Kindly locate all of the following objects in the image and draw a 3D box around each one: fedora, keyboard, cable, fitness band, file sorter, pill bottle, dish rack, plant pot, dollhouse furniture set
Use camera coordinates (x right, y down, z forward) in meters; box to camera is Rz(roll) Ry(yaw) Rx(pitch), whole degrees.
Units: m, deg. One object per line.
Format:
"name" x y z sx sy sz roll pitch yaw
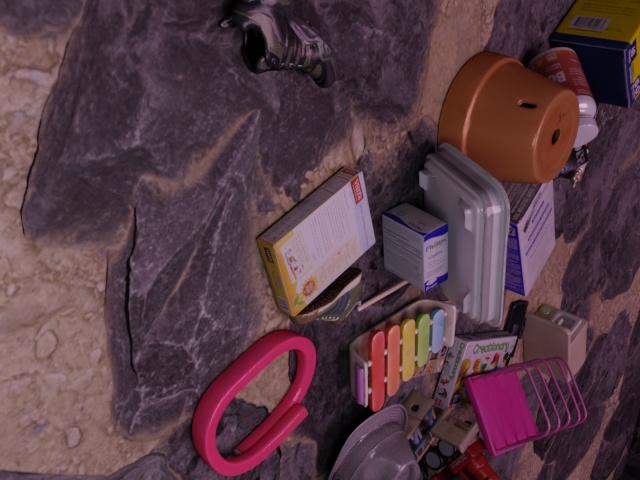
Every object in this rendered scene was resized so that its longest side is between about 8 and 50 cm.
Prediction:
"fedora" 0.136 0.508 1.641 0.243 0.124 0.276 -13 134 -43
"keyboard" 0.568 0.262 2.180 0.108 0.023 0.180 -2 110 -43
"cable" 0.754 -0.278 2.094 0.287 0.072 0.139 -56 147 -15
"fitness band" -0.111 0.290 1.348 0.291 0.054 0.209 -41 133 -32
"file sorter" 0.546 0.420 1.940 0.290 0.182 0.202 5 63 -52
"pill bottle" 0.560 -0.327 1.708 0.121 0.121 0.216 29 44 -53
"dish rack" 0.277 -0.006 1.516 0.072 0.285 0.333 -15 122 -15
"plant pot" 0.416 -0.242 1.594 0.290 0.203 0.291 -26 127 -40
"dollhouse furniture set" 0.275 0.481 1.798 0.129 0.183 0.129 -48 138 -23

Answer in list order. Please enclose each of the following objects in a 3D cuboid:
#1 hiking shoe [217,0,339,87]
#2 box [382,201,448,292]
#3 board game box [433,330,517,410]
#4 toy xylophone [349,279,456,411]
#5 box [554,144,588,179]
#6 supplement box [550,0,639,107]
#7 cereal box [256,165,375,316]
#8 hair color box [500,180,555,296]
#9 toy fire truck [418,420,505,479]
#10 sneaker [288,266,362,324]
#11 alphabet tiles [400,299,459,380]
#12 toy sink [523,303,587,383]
"hiking shoe" -0.062 -0.287 1.105 0.114 0.086 0.227 -50 135 -1
"box" 0.192 0.012 1.505 0.072 0.126 0.137 -26 127 -28
"board game box" 0.424 0.348 2.020 0.305 0.053 0.193 4 104 -51
"toy xylophone" 0.167 0.210 1.608 0.322 0.081 0.236 -34 131 -32
"box" 0.560 -0.220 1.837 0.190 0.045 0.184 -28 139 3
"supplement box" 0.756 -0.539 1.864 0.357 0.195 0.194 -54 141 -18
"cereal box" 0.000 0.000 1.336 0.240 0.047 0.173 -41 135 -31
"hair color box" 0.496 -0.029 1.847 0.185 0.110 0.339 -55 149 -21
"toy fire truck" 0.389 0.619 1.917 0.158 0.246 0.217 -15 148 -47
"sneaker" 0.019 0.129 1.407 0.192 0.064 0.086 -33 126 -41
"alphabet tiles" 0.259 0.240 1.803 0.237 0.009 0.198 2 106 -51
"toy sink" 0.719 0.293 2.272 0.131 0.152 0.234 -42 135 -30
